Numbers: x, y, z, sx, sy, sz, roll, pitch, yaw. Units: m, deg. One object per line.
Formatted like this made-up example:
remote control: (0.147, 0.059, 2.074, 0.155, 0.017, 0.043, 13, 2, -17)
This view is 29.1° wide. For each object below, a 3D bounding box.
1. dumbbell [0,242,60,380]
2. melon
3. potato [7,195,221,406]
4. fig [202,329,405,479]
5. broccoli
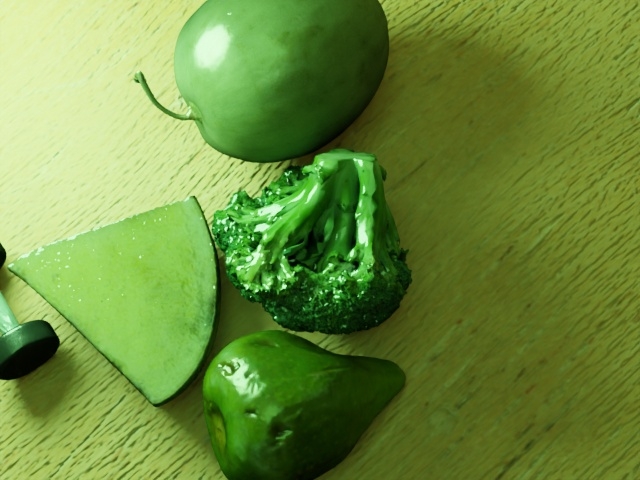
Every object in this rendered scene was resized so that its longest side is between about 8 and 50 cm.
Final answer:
dumbbell: (-0.441, 0.089, 1.676, 0.100, 0.100, 0.191, -34, 73, -4)
melon: (-0.053, -0.236, 1.648, 0.308, 0.272, 0.271, -40, 73, 8)
potato: (-0.246, 0.107, 1.644, 0.269, 0.112, 0.255, -20, 74, -2)
fig: (-0.006, 0.207, 1.570, 0.275, 0.206, 0.206, -10, 71, -21)
broccoli: (0.000, 0.000, 1.575, 0.294, 0.265, 0.245, 25, 107, 50)
